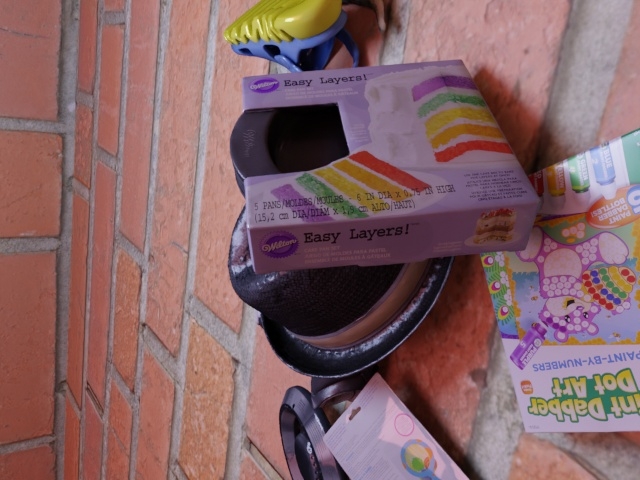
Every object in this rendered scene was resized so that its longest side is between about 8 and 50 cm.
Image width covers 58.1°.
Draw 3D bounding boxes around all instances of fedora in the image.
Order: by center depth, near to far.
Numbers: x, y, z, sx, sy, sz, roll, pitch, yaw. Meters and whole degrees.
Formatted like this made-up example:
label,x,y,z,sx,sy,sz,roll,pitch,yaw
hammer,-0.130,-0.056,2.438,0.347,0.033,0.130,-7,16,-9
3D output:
label,x,y,z,sx,sy,sz,roll,pitch,yaw
fedora,0.000,0.000,0.706,0.334,0.152,0.334,-22,57,38

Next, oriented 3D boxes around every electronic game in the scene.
label,x,y,z,sx,sy,sz,roll,pitch,yaw
electronic game,-0.009,0.336,0.883,0.229,0.048,0.229,167,90,-69

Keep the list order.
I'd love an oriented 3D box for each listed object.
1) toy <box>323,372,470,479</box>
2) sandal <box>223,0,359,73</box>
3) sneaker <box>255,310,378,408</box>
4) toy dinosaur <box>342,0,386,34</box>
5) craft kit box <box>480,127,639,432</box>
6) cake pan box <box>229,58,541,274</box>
label,x,y,z,sx,sy,sz,roll,pitch,yaw
toy,0.120,0.297,0.720,0.237,0.056,0.137,49,115,32
sandal,-0.045,-0.295,0.866,0.126,0.138,0.317,-42,32,-6
sneaker,-0.011,0.166,0.855,0.269,0.101,0.153,-8,83,51
toy dinosaur,0.022,-0.384,0.814,0.268,0.064,0.118,42,139,44
craft kit box,0.267,0.040,0.512,0.250,0.061,0.246,-27,73,51
cake pan box,0.046,-0.086,0.581,0.245,0.267,0.070,-97,4,-45
